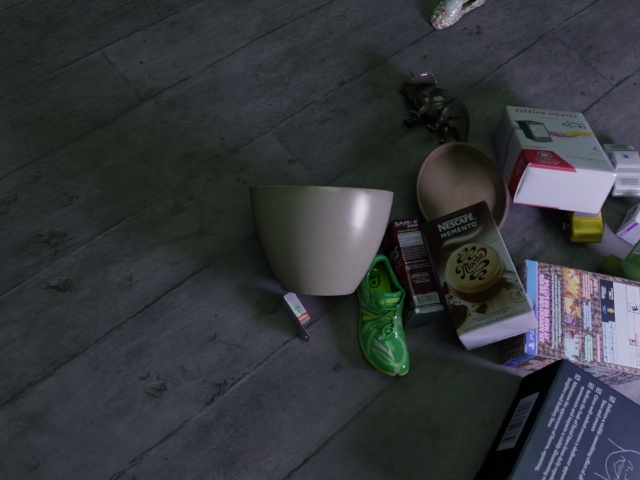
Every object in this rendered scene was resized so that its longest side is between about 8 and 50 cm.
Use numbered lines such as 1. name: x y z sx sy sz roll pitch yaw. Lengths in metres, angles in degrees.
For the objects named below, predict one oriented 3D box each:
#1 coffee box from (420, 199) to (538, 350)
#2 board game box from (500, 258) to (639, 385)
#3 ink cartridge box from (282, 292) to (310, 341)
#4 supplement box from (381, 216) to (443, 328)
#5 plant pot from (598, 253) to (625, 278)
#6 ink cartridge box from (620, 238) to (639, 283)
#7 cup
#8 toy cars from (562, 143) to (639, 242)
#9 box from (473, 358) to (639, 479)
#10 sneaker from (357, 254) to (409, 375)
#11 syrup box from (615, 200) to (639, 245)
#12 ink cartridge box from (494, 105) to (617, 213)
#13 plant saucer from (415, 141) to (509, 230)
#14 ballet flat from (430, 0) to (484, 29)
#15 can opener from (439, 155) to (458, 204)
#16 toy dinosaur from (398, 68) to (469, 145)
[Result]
1. coffee box: 0.360 0.078 1.335 0.168 0.119 0.297 -22 56 14
2. board game box: 0.600 0.200 1.388 0.290 0.141 0.232 12 65 -2
3. ink cartridge box: -0.048 0.179 1.362 0.029 0.063 0.115 -31 73 -16
4. supplement box: 0.218 0.079 1.403 0.073 0.130 0.240 -7 66 -10
5. plant pot: 0.775 0.078 1.505 0.079 0.083 0.083 39 67 23
6. ink cartridge box: 0.823 0.105 1.434 0.109 0.062 0.209 -43 119 -22
7. cup: 0.000 0.000 1.340 0.330 0.331 0.237 1 92 -6
8. toy cars: 0.776 -0.152 1.580 0.393 0.087 0.176 -41 62 -21
9. box: 0.583 0.494 1.215 0.395 0.212 0.293 33 66 9
10. sneaker: 0.143 0.170 1.356 0.109 0.123 0.296 -7 68 -10
11. syrup box: 0.931 -0.002 1.545 0.237 0.096 0.093 37 66 9
12. ink cartridge box: 0.600 -0.220 1.516 0.226 0.131 0.306 5 42 -1
13. plant saucer: 0.369 -0.122 1.522 0.277 0.041 0.278 3 80 -17
14. ballet flat: 0.442 -0.760 1.838 0.241 0.077 0.091 -39 77 -20
15. can opener: 0.350 -0.162 1.576 0.059 0.073 0.186 31 63 -35
16. toy dinosaur: 0.339 -0.368 1.626 0.313 0.121 0.160 35 80 13
